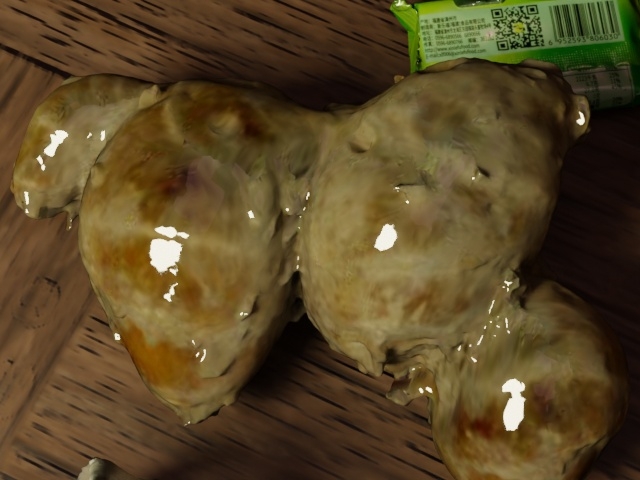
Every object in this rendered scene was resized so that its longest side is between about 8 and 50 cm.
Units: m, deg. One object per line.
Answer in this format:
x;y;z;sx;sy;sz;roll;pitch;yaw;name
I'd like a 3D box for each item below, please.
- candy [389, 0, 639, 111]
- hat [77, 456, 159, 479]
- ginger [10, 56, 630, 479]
0.137;-0.119;1.017;0.178;0.032;0.102;-7;72;-3;candy
-0.180;0.219;0.789;0.275;0.232;0.161;-19;70;-22;hat
0.000;0.000;0.901;0.375;0.176;0.256;12;85;6;ginger
